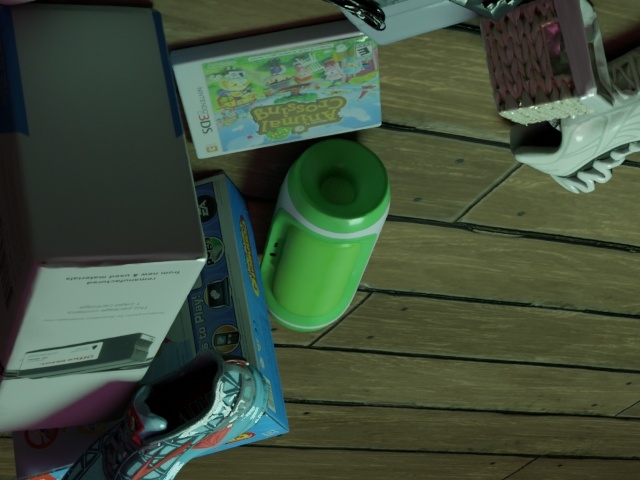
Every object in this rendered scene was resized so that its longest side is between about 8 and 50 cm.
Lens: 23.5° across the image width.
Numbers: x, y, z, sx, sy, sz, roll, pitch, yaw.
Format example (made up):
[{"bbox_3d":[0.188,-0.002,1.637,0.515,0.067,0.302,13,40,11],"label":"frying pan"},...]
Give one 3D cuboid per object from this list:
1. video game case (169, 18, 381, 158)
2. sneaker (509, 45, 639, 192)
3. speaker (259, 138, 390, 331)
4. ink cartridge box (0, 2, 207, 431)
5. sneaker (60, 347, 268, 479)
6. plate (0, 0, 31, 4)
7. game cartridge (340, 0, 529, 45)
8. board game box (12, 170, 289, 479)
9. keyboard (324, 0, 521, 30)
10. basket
[{"bbox_3d":[-0.042,-0.160,1.644,0.213,0.023,0.193,-11,153,-1],"label":"video game case"},{"bbox_3d":[0.328,-0.152,1.722,0.118,0.110,0.292,16,143,-28],"label":"sneaker"},{"bbox_3d":[0.000,0.000,1.859,0.131,0.131,0.296,-4,152,-13],"label":"speaker"},{"bbox_3d":[-0.259,-0.010,1.562,0.166,0.285,0.395,-2,153,-22],"label":"ink cartridge box"},{"bbox_3d":[-0.186,0.198,1.623,0.262,0.104,0.125,-39,149,-2],"label":"sneaker"},{"bbox_3d":[-0.196,-0.299,1.294,0.277,0.045,0.278,-13,152,5],"label":"plate"},{"bbox_3d":[0.090,-0.286,1.422,0.196,0.060,0.294,-12,153,12],"label":"game cartridge"},{"bbox_3d":[-0.214,0.110,1.790,0.302,0.308,0.086,-16,155,11],"label":"board game box"},{"bbox_3d":[0.063,-0.256,1.380,0.317,0.033,0.201,16,143,-40],"label":"keyboard"},{"bbox_3d":[0.231,-0.182,1.562,0.103,0.113,0.167,-12,177,16],"label":"basket"}]
